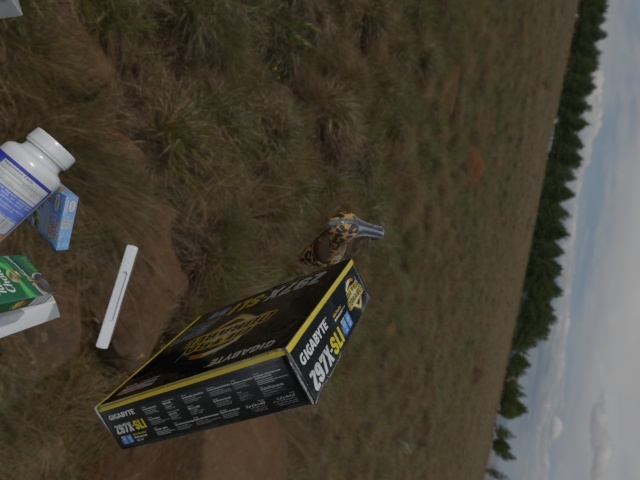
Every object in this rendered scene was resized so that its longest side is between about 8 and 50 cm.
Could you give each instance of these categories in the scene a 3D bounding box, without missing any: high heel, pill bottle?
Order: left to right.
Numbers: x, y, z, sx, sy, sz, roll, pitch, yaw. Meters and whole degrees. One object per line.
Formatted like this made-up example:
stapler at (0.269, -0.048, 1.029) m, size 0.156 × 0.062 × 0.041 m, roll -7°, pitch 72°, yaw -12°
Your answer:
pill bottle at (-0.732, -0.138, 1.106) m, size 0.272 × 0.152 × 0.152 m, roll -51°, pitch 146°, yaw -16°
high heel at (0.000, 0.000, 1.112) m, size 0.186 × 0.261 × 0.093 m, roll 11°, pitch 62°, yaw -51°

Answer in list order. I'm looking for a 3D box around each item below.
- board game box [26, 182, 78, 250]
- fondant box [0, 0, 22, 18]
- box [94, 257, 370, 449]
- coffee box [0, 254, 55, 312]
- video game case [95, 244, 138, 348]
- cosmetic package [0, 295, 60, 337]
board game box at (-0.766, -0.089, 1.313) m, size 0.039 × 0.211 × 0.160 m, roll -2°, pitch 117°, yaw -53°
fondant box at (-0.642, -0.597, 0.793) m, size 0.096 × 0.238 × 0.331 m, roll -17°, pitch 93°, yaw -17°
box at (-0.109, 0.152, 0.654) m, size 0.079 × 0.321 × 0.257 m, roll 63°, pitch 27°, yaw -8°
coffee box at (-0.626, 0.085, 0.914) m, size 0.040 × 0.113 × 0.184 m, roll -40°, pitch 177°, yaw 5°
video game case at (-0.439, 0.116, 1.009) m, size 0.227 × 0.026 × 0.207 m, roll 169°, pitch -64°, yaw -69°
cosmetic package at (-0.806, 0.194, 1.173) m, size 0.238 × 0.098 × 0.061 m, roll -20°, pitch 128°, yaw -34°
